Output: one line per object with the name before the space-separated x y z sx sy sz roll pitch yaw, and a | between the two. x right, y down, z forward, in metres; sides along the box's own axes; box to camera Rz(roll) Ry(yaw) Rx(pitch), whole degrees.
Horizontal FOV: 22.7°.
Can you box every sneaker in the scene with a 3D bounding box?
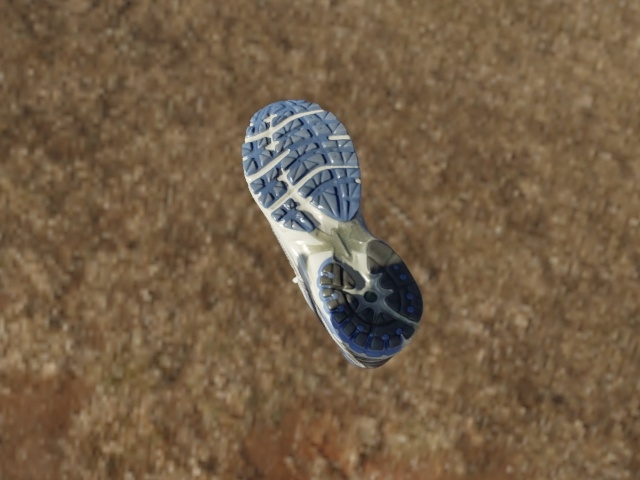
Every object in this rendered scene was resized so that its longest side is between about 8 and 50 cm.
sneaker | 0.000 0.000 0.717 0.052 0.058 0.135 -17 66 -12
